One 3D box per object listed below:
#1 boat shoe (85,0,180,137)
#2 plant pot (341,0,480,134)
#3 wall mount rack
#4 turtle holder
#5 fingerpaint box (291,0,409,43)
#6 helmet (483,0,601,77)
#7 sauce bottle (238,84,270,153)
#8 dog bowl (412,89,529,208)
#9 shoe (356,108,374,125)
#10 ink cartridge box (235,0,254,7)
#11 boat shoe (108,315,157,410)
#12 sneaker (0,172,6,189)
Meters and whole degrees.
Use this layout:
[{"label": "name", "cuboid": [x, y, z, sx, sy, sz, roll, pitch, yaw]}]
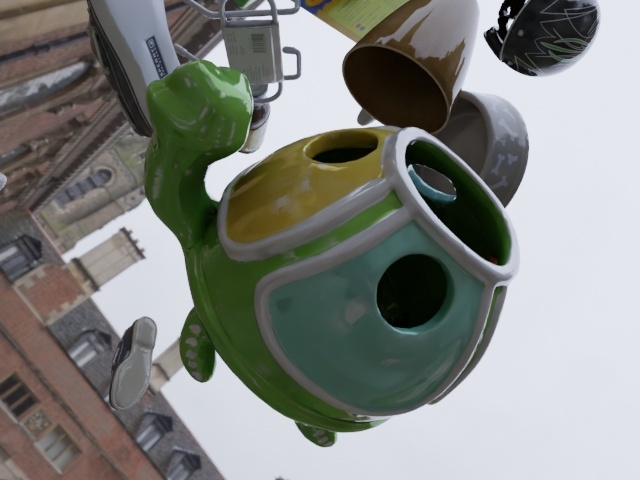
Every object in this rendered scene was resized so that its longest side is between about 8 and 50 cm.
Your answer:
[{"label": "boat shoe", "cuboid": [-0.261, -0.274, 0.674, 0.102, 0.108, 0.301, 8, -48, 26]}, {"label": "plant pot", "cuboid": [0.211, -0.382, 1.017, 0.237, 0.254, 0.237, 32, -16, 10]}, {"label": "wall mount rack", "cuboid": [-0.193, -0.443, 1.092, 0.304, 0.130, 0.350, -2, -21, -2]}, {"label": "turtle holder", "cuboid": [0.014, -0.001, 0.438, 0.227, 0.243, 0.320, -39, -97, 38]}, {"label": "fingerpaint box", "cuboid": [0.161, -0.746, 1.281, 0.445, 0.371, 0.163, -34, -111, 31]}, {"label": "helmet", "cuboid": [0.357, -0.343, 0.812, 0.169, 0.169, 0.161, 105, -23, -45]}, {"label": "sauce bottle", "cuboid": [-0.195, -0.345, 1.399, 0.111, 0.111, 0.344, 47, -16, 0]}, {"label": "dog bowl", "cuboid": [0.306, -0.192, 1.199, 0.349, 0.102, 0.348, -16, -110, 52]}, {"label": "shoe", "cuboid": [0.190, -0.380, 1.444, 0.178, 0.081, 0.063, -42, -133, 26]}, {"label": "ink cartridge box", "cuboid": [0.017, -0.353, 0.432, 0.117, 0.201, 0.278, 52, -27, -15]}, {"label": "boat shoe", "cuboid": [-0.394, 0.256, 1.047, 0.065, 0.206, 0.075, -25, -48, 28]}, {"label": "sneaker", "cuboid": [-0.447, -0.086, 0.622, 0.109, 0.040, 0.043, 1, -30, 3]}]
